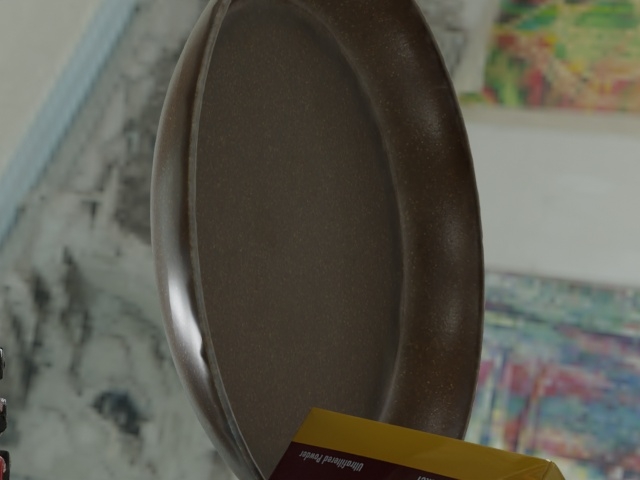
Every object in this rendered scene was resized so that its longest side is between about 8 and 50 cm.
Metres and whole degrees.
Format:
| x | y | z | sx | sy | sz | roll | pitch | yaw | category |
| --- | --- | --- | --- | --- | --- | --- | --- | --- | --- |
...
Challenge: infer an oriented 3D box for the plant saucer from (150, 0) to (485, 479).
| x | y | z | sx | sy | sz | roll | pitch | yaw | category |
| --- | --- | --- | --- | --- | --- | --- | --- | --- | --- |
| 0.000 | 0.000 | 0.927 | 0.310 | 0.050 | 0.310 | 15 | -107 | -61 | plant saucer |

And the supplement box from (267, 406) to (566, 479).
| x | y | z | sx | sy | sz | roll | pitch | yaw | category |
| --- | --- | --- | --- | --- | --- | --- | --- | --- | --- |
| 0.037 | 0.211 | 0.791 | 0.194 | 0.129 | 0.191 | -57 | -45 | -26 | supplement box |

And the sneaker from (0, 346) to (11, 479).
| x | y | z | sx | sy | sz | roll | pitch | yaw | category |
| --- | --- | --- | --- | --- | --- | --- | --- | --- | --- |
| -0.161 | 0.088 | 0.578 | 0.104 | 0.125 | 0.261 | -102 | 10 | -67 | sneaker |
